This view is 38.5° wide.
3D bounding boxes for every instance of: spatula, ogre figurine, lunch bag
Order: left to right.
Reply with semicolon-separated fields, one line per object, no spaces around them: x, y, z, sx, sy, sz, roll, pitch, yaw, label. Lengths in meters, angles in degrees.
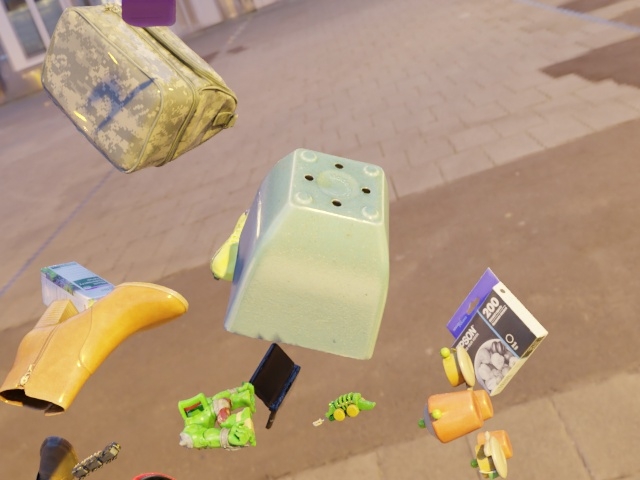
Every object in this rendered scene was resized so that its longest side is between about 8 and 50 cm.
-0.329;-0.298;1.712;0.256;0.305;0.213;-22;-30;-55;lunch bag
-0.249;-0.421;1.314;0.084;0.297;0.030;-6;50;-13;spatula
-0.170;0.294;1.525;0.118;0.097;0.197;-11;35;2;ogre figurine

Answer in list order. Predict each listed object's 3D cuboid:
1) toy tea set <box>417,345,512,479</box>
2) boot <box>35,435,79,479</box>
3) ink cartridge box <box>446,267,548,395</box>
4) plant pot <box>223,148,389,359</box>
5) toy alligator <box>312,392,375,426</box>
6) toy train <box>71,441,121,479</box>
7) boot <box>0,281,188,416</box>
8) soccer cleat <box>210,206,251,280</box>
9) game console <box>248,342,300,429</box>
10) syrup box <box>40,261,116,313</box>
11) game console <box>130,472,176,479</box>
0.292;0.386;1.879;0.124;0.336;0.200;-20;30;17;toy tea set
-0.537;0.491;1.837;0.082;0.219;0.106;11;41;-2;boot
0.379;0.205;2.060;0.045;0.206;0.208;-8;48;-41;ink cartridge box
0.000;0.000;1.477;0.247;0.252;0.247;12;41;-7;plant pot
0.046;0.401;2.203;0.189;0.051;0.056;-24;2;32;toy alligator
-0.395;0.387;1.616;0.158;0.027;0.036;-35;16;41;toy train
-0.364;0.182;1.474;0.295;0.104;0.211;-8;44;23;boot
-0.142;-0.007;1.768;0.093;0.121;0.289;15;23;6;soccer cleat
-0.094;0.279;1.759;0.071;0.107;0.122;26;45;7;game console
-0.559;0.133;2.151;0.093;0.096;0.236;-14;24;-40;syrup box
-0.201;0.535;1.292;0.060;0.386;0.342;-54;-9;33;game console
